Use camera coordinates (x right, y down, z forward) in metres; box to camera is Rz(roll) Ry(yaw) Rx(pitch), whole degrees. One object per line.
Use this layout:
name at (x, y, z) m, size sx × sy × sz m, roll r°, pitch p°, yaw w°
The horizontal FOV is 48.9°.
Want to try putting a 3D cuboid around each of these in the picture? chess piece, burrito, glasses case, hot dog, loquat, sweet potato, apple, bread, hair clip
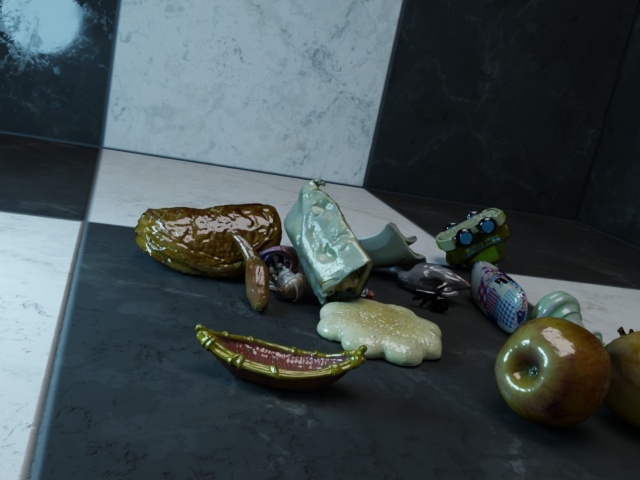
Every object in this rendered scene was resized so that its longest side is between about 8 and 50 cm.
chess piece at (0.664, 0.252, 1.770) m, size 0.139 × 0.139 × 0.272 m, roll 3°, pitch 28°, yaw -31°
burrito at (-0.002, 0.002, 1.779) m, size 0.135 × 0.190 × 0.332 m, roll -17°, pitch 54°, yaw -19°
glasses case at (0.491, 0.153, 1.959) m, size 0.076 × 0.125 × 0.327 m, roll 0°, pitch 16°, yaw -9°
hot dog at (-0.296, -0.007, 1.879) m, size 0.387 × 0.174 × 0.267 m, roll -4°, pitch 16°, yaw -19°
loquat at (0.680, 0.292, 1.439) m, size 0.238 × 0.193 × 0.238 m, roll 5°, pitch 37°, yaw -4°
sweet potato at (-0.162, 0.084, 1.720) m, size 0.078 × 0.058 × 0.255 m, roll 19°, pitch 36°, yaw -36°
apple at (0.447, 0.252, 1.354) m, size 0.188 × 0.211 × 0.211 m, roll 16°, pitch 7°, yaw -41°
bread at (0.141, 0.203, 1.633) m, size 0.316 × 0.054 × 0.316 m, roll 12°, pitch 15°, yaw -3°
hair clip at (0.225, 0.034, 2.165) m, size 0.172 × 0.113 × 0.282 m, roll -18°, pitch -17°, yaw 34°

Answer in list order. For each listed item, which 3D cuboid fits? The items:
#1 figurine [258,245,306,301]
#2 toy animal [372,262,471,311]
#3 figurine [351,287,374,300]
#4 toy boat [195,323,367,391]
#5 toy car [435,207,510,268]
figurine at (-0.092, 0.094, 1.798) m, size 0.126 × 0.114 × 0.157 m, roll -35°, pitch 66°, yaw -20°
toy animal at (0.299, 0.111, 2.044) m, size 0.195 × 0.090 × 0.324 m, roll -5°, pitch 18°, yaw -23°
figurine at (0.088, 0.143, 1.835) m, size 0.060 × 0.047 × 0.106 m, roll 10°, pitch 12°, yaw 42°
toy boat at (-0.077, 0.219, 1.303) m, size 0.318 × 0.099 × 0.141 m, roll 8°, pitch 11°, yaw -2°
toy car at (0.547, 0.017, 2.451) m, size 0.248 × 0.198 × 0.204 m, roll -27°, pitch 10°, yaw 2°
